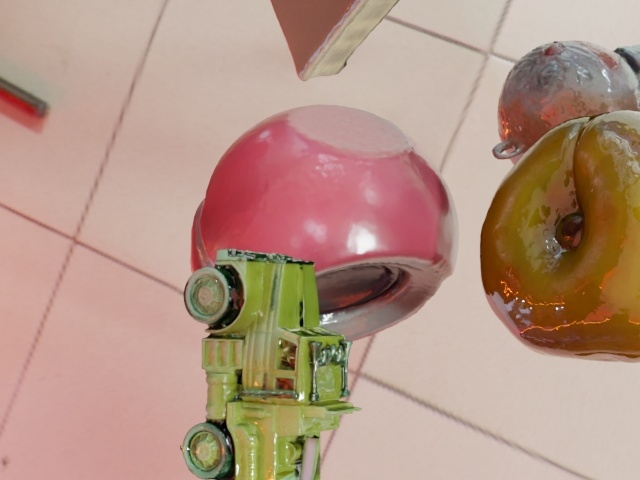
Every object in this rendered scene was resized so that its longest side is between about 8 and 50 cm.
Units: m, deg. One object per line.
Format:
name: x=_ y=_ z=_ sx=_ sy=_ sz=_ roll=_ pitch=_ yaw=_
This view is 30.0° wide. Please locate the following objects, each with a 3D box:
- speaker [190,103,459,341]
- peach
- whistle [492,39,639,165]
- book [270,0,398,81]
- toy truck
speaker: x=0.000 y=0.000 z=1.310 sx=0.294 sy=0.294 sz=0.294 roll=0 pitch=90 yaw=16
peach: x=0.266 y=-0.003 z=1.141 sx=0.251 sy=0.153 sz=0.251 roll=-19 pitch=60 yaw=37
whistle: x=0.340 y=-0.172 z=1.387 sx=0.348 sy=0.189 sz=0.189 roll=-24 pitch=82 yaw=-22
book: x=0.035 y=-0.263 z=0.473 sx=0.371 sy=0.043 sz=0.260 roll=-42 pitch=63 yaw=54
toy truck: x=-0.027 y=0.136 z=0.975 sx=0.135 sy=0.128 sz=0.259 roll=-7 pitch=83 yaw=30
